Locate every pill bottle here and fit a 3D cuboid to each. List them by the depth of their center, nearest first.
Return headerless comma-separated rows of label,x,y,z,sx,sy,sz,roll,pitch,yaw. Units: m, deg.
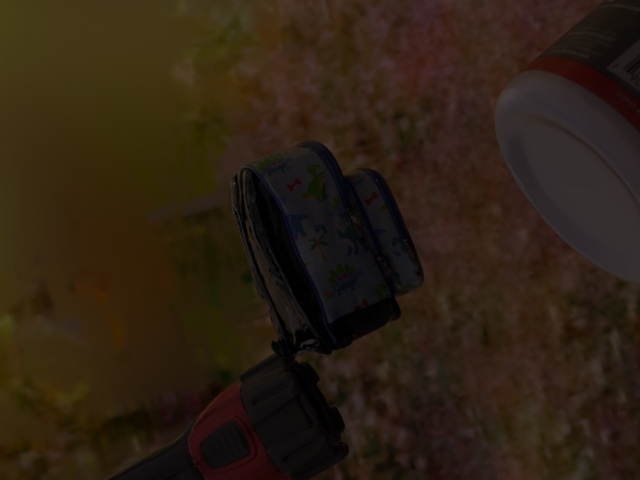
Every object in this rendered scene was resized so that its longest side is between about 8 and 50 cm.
pill bottle,0.336,-0.148,1.150,0.210,0.363,0.210,46,165,16

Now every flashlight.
flashlight,-0.128,0.201,1.134,0.103,0.304,0.103,53,-167,-30

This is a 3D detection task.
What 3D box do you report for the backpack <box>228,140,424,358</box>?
backpack,0.000,0.000,0.809,0.114,0.084,0.105,65,161,-2
